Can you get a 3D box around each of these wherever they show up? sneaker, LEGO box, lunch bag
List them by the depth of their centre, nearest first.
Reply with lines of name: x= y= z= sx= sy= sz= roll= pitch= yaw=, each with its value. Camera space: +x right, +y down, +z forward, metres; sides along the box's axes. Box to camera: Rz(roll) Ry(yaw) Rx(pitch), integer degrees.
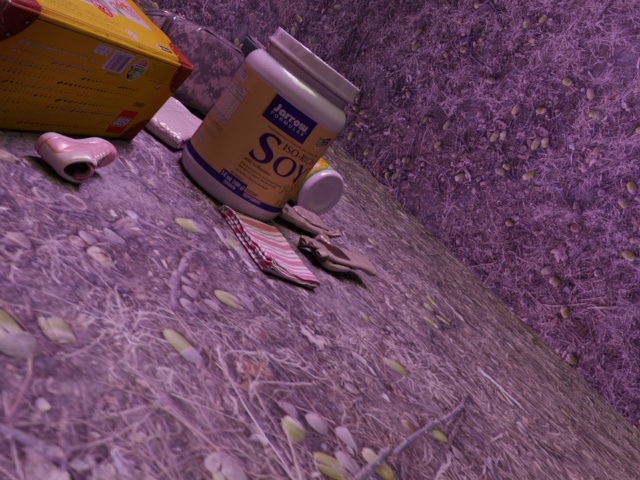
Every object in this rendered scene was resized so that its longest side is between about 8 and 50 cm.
sneaker: x=-0.327 y=-0.109 z=0.891 sx=0.070 sy=0.051 sz=0.134 roll=44 pitch=17 yaw=18
LEGO box: x=-0.467 y=-0.354 z=0.946 sx=0.372 sy=0.193 sz=0.500 roll=47 pitch=14 yaw=5
lunch bag: x=-0.389 y=-0.487 z=1.708 sx=0.256 sy=0.213 sz=0.305 roll=25 pitch=8 yaw=18

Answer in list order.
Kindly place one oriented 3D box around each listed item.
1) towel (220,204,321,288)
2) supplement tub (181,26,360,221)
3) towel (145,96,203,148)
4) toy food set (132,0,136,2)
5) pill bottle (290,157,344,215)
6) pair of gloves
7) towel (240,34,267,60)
towel: x=-0.091 y=0.008 z=1.171 sx=0.144 sy=0.029 sz=0.197 roll=26 pitch=18 yaw=-46
supplement tub: x=-0.099 y=-0.231 z=1.290 sx=0.241 sy=0.331 sz=0.241 roll=36 pitch=13 yaw=-10
towel: x=-0.344 y=-0.280 z=1.434 sx=0.187 sy=0.049 sz=0.282 roll=37 pitch=13 yaw=-2
toy food set: x=-0.534 y=-0.552 z=1.320 sx=0.306 sy=0.219 sz=0.092 roll=42 pitch=23 yaw=-75
pill bottle: x=-0.059 y=-0.185 z=1.676 sx=0.136 sy=0.136 sz=0.246 roll=21 pitch=21 yaw=-52
pair of gloves: x=0.000 y=0.000 z=1.421 sx=0.204 sy=0.042 sz=0.240 roll=17 pitch=22 yaw=-49
towel: x=-0.180 y=-0.382 z=1.748 sx=0.040 sy=0.272 sz=0.370 roll=9 pitch=28 yaw=-31
